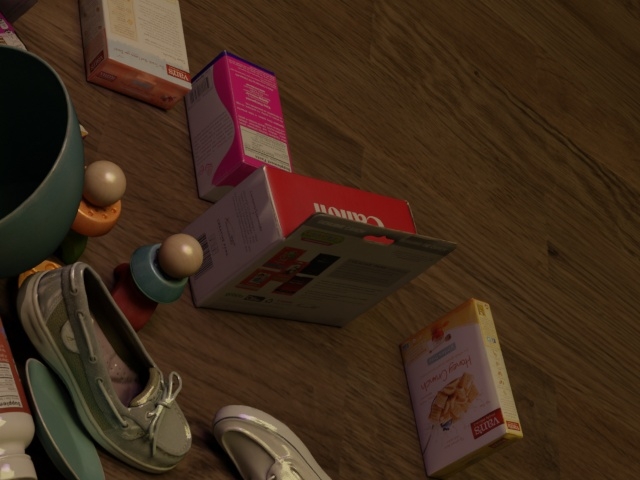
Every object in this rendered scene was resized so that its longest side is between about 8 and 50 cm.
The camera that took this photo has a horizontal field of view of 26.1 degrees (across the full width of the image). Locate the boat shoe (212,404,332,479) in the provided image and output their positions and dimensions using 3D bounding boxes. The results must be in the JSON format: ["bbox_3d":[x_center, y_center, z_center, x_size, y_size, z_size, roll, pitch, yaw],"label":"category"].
[{"bbox_3d":[-0.050,0.327,1.861,0.258,0.095,0.084,42,32,-14],"label":"boat shoe"}]

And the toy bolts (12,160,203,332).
[{"bbox_3d":[-0.270,0.025,1.807,0.228,0.158,0.218,33,40,-26],"label":"toy bolts"}]

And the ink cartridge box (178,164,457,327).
[{"bbox_3d":[0.000,0.000,2.041,0.309,0.272,0.130,12,52,-44],"label":"ink cartridge box"}]

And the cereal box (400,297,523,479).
[{"bbox_3d":[0.218,0.234,2.180,0.047,0.173,0.240,20,46,-38],"label":"cereal box"}]

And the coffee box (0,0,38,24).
[{"bbox_3d":[-0.469,-0.550,1.837,0.338,0.337,0.334,18,63,-33],"label":"coffee box"}]

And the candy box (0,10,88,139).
[{"bbox_3d":[-0.445,-0.201,1.874,0.233,0.071,0.159,55,34,1],"label":"candy box"}]

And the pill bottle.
[{"bbox_3d":[-0.395,0.186,1.561,0.121,0.121,0.216,1,61,-49],"label":"pill bottle"}]

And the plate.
[{"bbox_3d":[-0.310,0.227,1.642,0.188,0.024,0.188,61,0,0],"label":"plate"}]

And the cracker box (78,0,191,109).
[{"bbox_3d":[-0.294,-0.331,2.162,0.155,0.067,0.232,19,47,-38],"label":"cracker box"}]

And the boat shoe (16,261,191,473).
[{"bbox_3d":[-0.251,0.162,1.723,0.320,0.103,0.118,59,32,-22],"label":"boat shoe"}]

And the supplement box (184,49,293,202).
[{"bbox_3d":[-0.130,-0.168,2.174,0.114,0.111,0.220,20,47,-39],"label":"supplement box"}]

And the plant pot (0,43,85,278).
[{"bbox_3d":[-0.405,-0.065,1.671,0.195,0.290,0.290,68,11,-56],"label":"plant pot"}]
